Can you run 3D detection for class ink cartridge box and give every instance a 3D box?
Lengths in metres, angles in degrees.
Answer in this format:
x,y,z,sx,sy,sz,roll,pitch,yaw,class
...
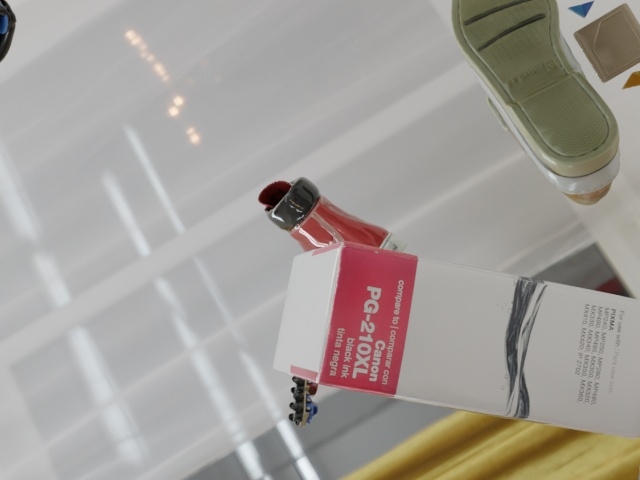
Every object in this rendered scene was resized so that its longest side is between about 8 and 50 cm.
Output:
x,y,z,sx,sy,sz,roll,pitch,yaw,class
0.100,0.075,0.721,0.172,0.237,0.100,161,119,-77,ink cartridge box

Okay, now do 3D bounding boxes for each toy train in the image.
x,y,z,sx,sy,sz,roll,pitch,yaw,class
-0.020,0.194,1.299,0.036,0.027,0.158,15,-148,-7,toy train

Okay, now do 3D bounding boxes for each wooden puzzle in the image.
x,y,z,sx,sy,sz,roll,pitch,yaw,class
0.331,-0.221,1.085,0.014,0.079,0.116,71,175,-87,wooden puzzle

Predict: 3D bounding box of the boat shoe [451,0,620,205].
x,y,z,sx,sy,sz,roll,pitch,yaw,class
0.214,-0.164,0.995,0.103,0.113,0.302,61,-168,-55,boat shoe

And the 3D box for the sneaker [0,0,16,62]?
x,y,z,sx,sy,sz,roll,pitch,yaw,class
-0.333,-0.260,0.915,0.121,0.079,0.216,31,129,40,sneaker

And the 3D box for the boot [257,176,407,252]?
x,y,z,sx,sy,sz,roll,pitch,yaw,class
0.000,0.000,1.182,0.176,0.088,0.244,33,163,2,boot

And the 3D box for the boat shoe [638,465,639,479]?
x,y,z,sx,sy,sz,roll,pitch,yaw,class
0.684,0.390,1.564,0.121,0.335,0.119,56,-149,-56,boat shoe
